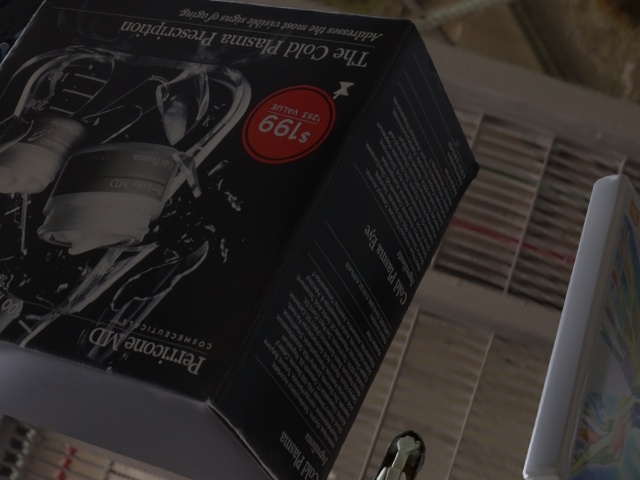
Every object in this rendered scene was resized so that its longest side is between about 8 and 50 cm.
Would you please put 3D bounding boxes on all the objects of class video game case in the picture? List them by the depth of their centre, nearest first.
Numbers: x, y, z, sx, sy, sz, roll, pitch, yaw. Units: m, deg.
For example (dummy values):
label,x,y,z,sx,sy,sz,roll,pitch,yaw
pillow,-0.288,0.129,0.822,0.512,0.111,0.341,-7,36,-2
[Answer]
label,x,y,z,sx,sy,sz,roll,pitch,yaw
video game case,0.273,0.159,1.097,0.036,0.300,0.329,-13,-144,33

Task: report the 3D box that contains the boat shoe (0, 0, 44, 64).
label,x,y,z,sx,sy,sz,roll,pitch,yaw
boat shoe,-0.275,-0.151,1.167,0.089,0.109,0.258,22,-115,12

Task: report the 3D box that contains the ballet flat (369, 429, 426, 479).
label,x,y,z,sx,sy,sz,roll,pitch,yaw
ballet flat,0.063,0.203,1.152,0.041,0.041,0.114,23,-143,8

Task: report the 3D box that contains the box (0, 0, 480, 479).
label,x,y,z,sx,sy,sz,roll,pitch,yaw
box,-0.110,-0.009,0.995,0.343,0.179,0.312,11,-118,31
